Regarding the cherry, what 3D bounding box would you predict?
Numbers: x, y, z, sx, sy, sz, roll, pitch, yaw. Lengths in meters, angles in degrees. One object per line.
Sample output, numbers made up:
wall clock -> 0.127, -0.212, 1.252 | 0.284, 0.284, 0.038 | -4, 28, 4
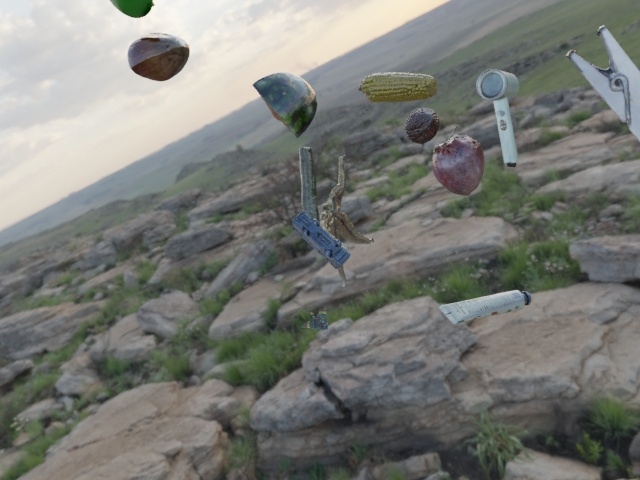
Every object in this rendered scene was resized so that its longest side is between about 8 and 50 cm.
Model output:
cherry -> 0.513, -0.269, 1.995 | 0.175, 0.250, 0.192 | 9, 41, 44

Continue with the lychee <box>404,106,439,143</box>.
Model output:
lychee -> 0.356, -0.401, 1.886 | 0.123, 0.123, 0.129 | -9, 17, 48

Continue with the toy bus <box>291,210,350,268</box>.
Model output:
toy bus -> 0.000, 0.000, 1.345 | 0.047, 0.166, 0.065 | -44, -9, -19

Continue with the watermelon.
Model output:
watermelon -> -0.084, -0.381, 1.528 | 0.192, 0.137, 0.145 | -8, 38, -30

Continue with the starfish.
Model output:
starfish -> 0.090, -0.064, 2.096 | 0.132, 0.384, 0.398 | -15, 32, 25

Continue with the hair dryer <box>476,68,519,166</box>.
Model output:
hair dryer -> 0.456, -0.296, 1.330 | 0.073, 0.237, 0.131 | -12, 3, 36

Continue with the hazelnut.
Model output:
hazelnut -> -0.582, -0.677, 1.978 | 0.181, 0.181, 0.212 | -55, -7, 38

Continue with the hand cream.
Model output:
hand cream -> 0.490, 0.194, 1.601 | 0.275, 0.059, 0.095 | -9, 28, -14

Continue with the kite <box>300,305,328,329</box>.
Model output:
kite -> -0.010, 0.253, 1.725 | 0.122, 0.090, 0.004 | -30, -26, -36

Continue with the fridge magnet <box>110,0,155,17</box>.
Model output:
fridge magnet -> -0.672, -0.884, 1.899 | 0.208, 0.208, 0.088 | -14, 33, 39

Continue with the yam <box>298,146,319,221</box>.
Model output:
yam -> -0.040, -0.193, 1.889 | 0.061, 0.274, 0.061 | -4, -10, -1

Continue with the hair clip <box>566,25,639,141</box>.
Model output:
hair clip -> 0.719, -0.342, 1.268 | 0.101, 0.331, 0.085 | -39, -7, 28

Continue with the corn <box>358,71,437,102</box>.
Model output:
corn -> 0.299, -0.601, 2.132 | 0.321, 0.119, 0.119 | 8, 34, 32
